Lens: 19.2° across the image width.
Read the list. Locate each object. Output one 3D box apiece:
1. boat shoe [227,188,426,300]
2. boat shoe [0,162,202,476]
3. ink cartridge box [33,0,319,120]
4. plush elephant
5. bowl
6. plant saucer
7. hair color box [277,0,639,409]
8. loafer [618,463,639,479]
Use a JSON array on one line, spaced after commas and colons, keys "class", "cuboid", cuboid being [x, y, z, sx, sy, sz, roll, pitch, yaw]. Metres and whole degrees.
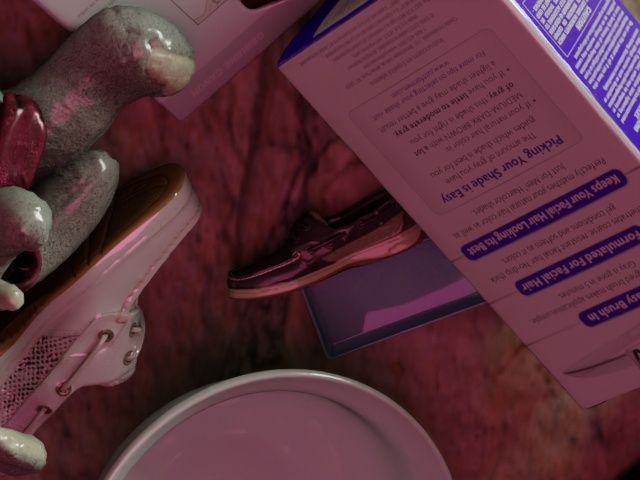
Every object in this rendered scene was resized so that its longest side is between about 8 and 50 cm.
[{"class": "boat shoe", "cuboid": [0.000, 0.000, 1.370, 0.152, 0.056, 0.049, -21, 106, -10]}, {"class": "boat shoe", "cuboid": [-0.168, 0.061, 1.350, 0.096, 0.098, 0.277, 40, 109, -18]}, {"class": "ink cartridge box", "cuboid": [-0.076, -0.243, 1.267, 0.275, 0.060, 0.239, -40, 133, 10]}, {"class": "plush elephant", "cuboid": [-0.246, -0.005, 1.175, 0.272, 0.255, 0.330, 27, 114, -37]}, {"class": "bowl", "cuboid": [-0.054, 0.220, 1.378, 0.297, 0.134, 0.298, -5, 105, -20]}, {"class": "plant saucer", "cuboid": [0.084, 0.026, 1.405, 0.192, 0.018, 0.067, -20, 110, 1]}, {"class": "hair color box", "cuboid": [0.156, -0.058, 1.282, 0.185, 0.110, 0.339, -29, 108, 43]}, {"class": "loafer", "cuboid": [0.201, 0.315, 1.458, 0.366, 0.134, 0.130, -40, 109, 8]}]
